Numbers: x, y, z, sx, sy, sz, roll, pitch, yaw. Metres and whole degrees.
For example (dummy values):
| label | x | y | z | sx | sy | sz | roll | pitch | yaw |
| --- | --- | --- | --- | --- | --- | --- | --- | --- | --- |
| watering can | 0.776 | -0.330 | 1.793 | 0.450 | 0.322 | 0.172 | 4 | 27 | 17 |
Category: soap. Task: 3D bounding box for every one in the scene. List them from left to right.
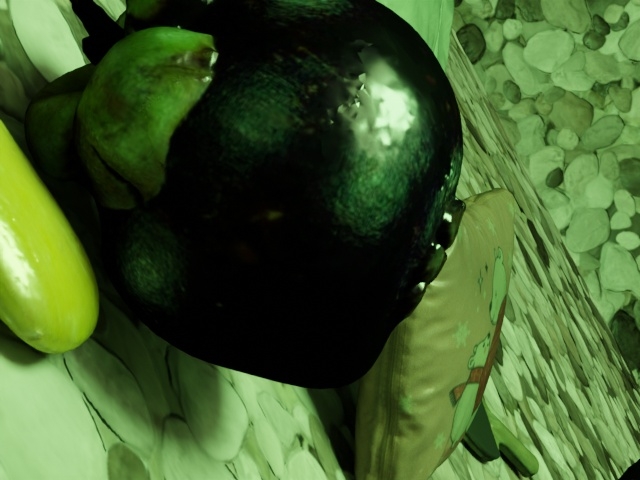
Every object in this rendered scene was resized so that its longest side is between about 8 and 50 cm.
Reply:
| label | x | y | z | sx | sy | sz | roll | pitch | yaw |
| --- | --- | --- | --- | --- | --- | --- | --- | --- | --- |
| soap | -0.150 | -0.025 | 0.643 | 0.168 | 0.033 | 0.089 | 61 | 13 | -4 |

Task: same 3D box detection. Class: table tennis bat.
| label | x | y | z | sx | sy | sz | roll | pitch | yaw |
| --- | --- | --- | --- | --- | --- | --- | --- | --- | --- |
| table tennis bat | 0.147 | 0.157 | 1.357 | 0.246 | 0.022 | 0.138 | 48 | 20 | -41 |

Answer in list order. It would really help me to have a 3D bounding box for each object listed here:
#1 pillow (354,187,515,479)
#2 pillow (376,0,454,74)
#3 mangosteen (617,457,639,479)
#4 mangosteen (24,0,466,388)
| label | x | y | z | sx | sy | sz | roll | pitch | yaw |
| --- | --- | --- | --- | --- | --- | --- | --- | --- | --- |
| pillow | 0.082 | 0.074 | 1.030 | 0.236 | 0.084 | 0.223 | -17 | 119 | -69 |
| pillow | 0.046 | -0.206 | 1.341 | 0.310 | 0.138 | 0.283 | -21 | 108 | -68 |
| mangosteen | 0.366 | 0.321 | 1.276 | 0.297 | 0.293 | 0.297 | -15 | 90 | -71 |
| mangosteen | -0.037 | -0.042 | 0.749 | 0.243 | 0.243 | 0.243 | 55 | 16 | -25 |
